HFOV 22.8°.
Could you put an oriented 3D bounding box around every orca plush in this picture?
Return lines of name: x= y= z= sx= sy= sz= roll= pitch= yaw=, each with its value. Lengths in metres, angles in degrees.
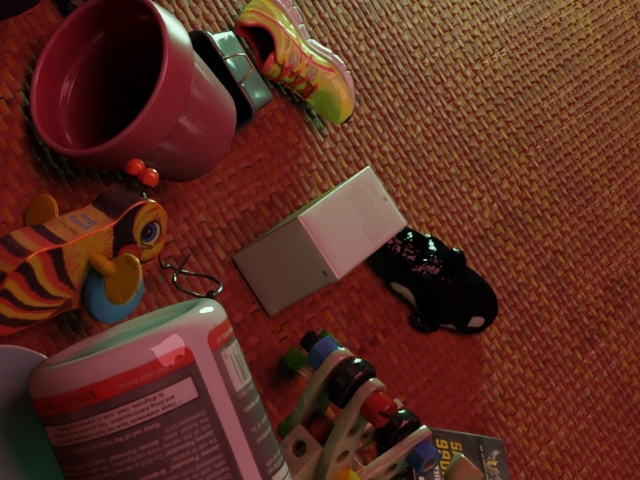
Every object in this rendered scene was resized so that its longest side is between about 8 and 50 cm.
orca plush: x=0.149 y=0.015 z=2.108 sx=0.287 sy=0.102 sz=0.151 roll=49 pitch=41 yaw=-12

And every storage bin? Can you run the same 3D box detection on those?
storage bin: x=-0.118 y=-0.203 z=1.982 sx=0.135 sy=0.098 sz=0.091 roll=57 pitch=30 yaw=-2

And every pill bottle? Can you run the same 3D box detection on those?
pill bottle: x=-0.131 y=0.258 z=1.576 sx=0.210 sy=0.210 sz=0.363 roll=-27 pitch=98 yaw=-50

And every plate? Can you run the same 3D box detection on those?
plate: x=-0.306 y=0.196 z=1.597 sx=0.188 sy=0.024 sz=0.188 roll=25 pitch=52 yaw=-35

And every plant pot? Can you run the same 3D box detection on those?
plant pot: x=-0.198 y=-0.156 z=1.804 sx=0.180 sy=0.201 sz=0.201 roll=30 pitch=46 yaw=-50

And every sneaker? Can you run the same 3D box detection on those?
sneaker: x=-0.040 y=-0.229 z=2.091 sx=0.208 sy=0.081 sz=0.094 roll=49 pitch=48 yaw=-2

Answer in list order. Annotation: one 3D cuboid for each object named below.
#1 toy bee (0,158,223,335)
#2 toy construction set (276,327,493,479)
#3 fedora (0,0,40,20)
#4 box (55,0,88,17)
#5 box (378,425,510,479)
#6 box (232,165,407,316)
toy bee: x=-0.235 y=-0.006 z=1.686 sx=0.195 sy=0.162 sz=0.298 roll=20 pitch=25 yaw=22
toy construction set: x=0.028 y=0.278 z=1.774 sx=0.309 sy=0.257 sz=0.237 roll=42 pitch=85 yaw=4
fedora: x=-0.378 y=-0.321 z=1.693 sx=0.334 sy=0.334 sz=0.153 roll=-40 pitch=139 yaw=-49
box: x=-0.227 y=-0.384 z=1.934 sx=0.163 sy=0.142 sz=0.247 roll=55 pitch=41 yaw=-5
box: x=0.167 y=0.352 z=1.960 sx=0.183 sy=0.056 sz=0.231 roll=14 pitch=58 yaw=-39
box: x=0.000 y=0.000 z=1.944 sx=0.091 sy=0.130 sz=0.170 roll=58 pitch=40 yaw=-3
